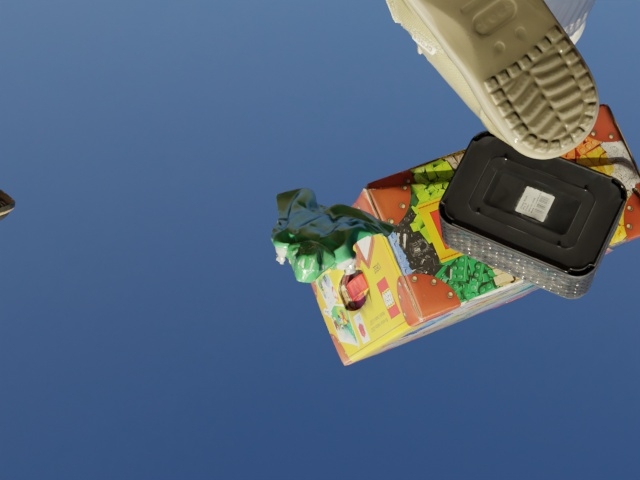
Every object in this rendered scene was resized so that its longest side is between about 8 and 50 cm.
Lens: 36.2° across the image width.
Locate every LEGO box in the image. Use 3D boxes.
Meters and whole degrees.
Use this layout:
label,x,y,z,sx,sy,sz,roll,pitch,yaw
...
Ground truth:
label,x,y,z,sx,sy,sz,roll,pitch,yaw
LEGO box,0.213,0.013,1.493,0.373,0.500,0.193,-20,-100,-13

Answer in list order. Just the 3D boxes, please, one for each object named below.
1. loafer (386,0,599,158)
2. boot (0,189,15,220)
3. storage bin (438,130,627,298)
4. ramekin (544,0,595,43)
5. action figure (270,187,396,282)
label,x,y,z,sx,sy,sz,roll,pitch,yaw
loafer,0.093,-0.174,0.683,0.102,0.268,0.092,-29,-174,-10
boot,-0.479,0.015,1.221,0.198,0.137,0.077,-19,-140,-41
storage bin,0.232,-0.029,1.083,0.180,0.084,0.122,24,-105,18
ramekin,0.262,-0.379,1.323,0.273,0.127,0.272,11,-124,-16
action figure,0.000,0.000,0.970,0.137,0.063,0.232,11,-168,6
